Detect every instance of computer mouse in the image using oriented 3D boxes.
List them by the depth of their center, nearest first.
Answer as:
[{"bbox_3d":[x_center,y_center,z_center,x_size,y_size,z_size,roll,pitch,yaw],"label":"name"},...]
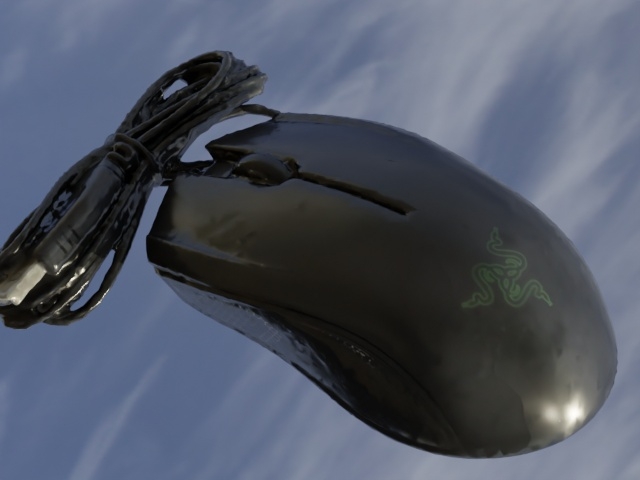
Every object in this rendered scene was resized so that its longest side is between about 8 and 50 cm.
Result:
[{"bbox_3d":[0.000,0.000,0.733,0.272,0.188,0.072,24,-35,23],"label":"computer mouse"}]
